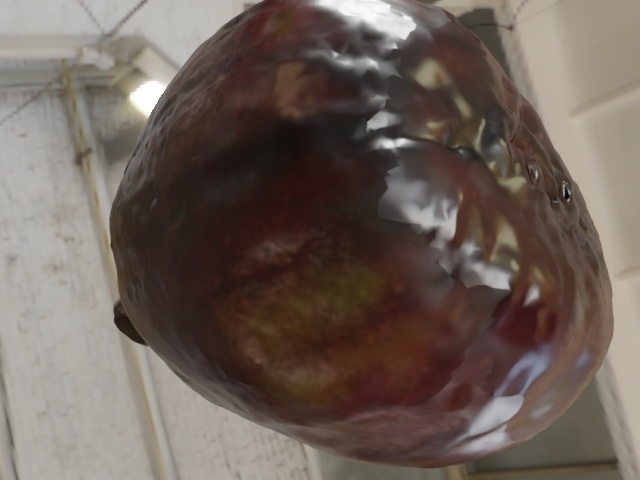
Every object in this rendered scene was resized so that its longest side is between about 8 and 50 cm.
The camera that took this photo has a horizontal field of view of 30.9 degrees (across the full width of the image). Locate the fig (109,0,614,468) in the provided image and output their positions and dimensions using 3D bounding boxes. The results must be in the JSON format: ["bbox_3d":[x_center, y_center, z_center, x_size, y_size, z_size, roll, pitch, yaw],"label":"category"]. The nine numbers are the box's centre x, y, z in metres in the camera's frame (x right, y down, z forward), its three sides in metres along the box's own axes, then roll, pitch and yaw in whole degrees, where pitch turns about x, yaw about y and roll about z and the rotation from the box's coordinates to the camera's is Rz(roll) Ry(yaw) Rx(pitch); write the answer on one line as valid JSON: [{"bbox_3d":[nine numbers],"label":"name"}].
[{"bbox_3d":[0.011,-0.006,0.549,0.263,0.224,0.224,19,-67,42],"label":"fig"}]
